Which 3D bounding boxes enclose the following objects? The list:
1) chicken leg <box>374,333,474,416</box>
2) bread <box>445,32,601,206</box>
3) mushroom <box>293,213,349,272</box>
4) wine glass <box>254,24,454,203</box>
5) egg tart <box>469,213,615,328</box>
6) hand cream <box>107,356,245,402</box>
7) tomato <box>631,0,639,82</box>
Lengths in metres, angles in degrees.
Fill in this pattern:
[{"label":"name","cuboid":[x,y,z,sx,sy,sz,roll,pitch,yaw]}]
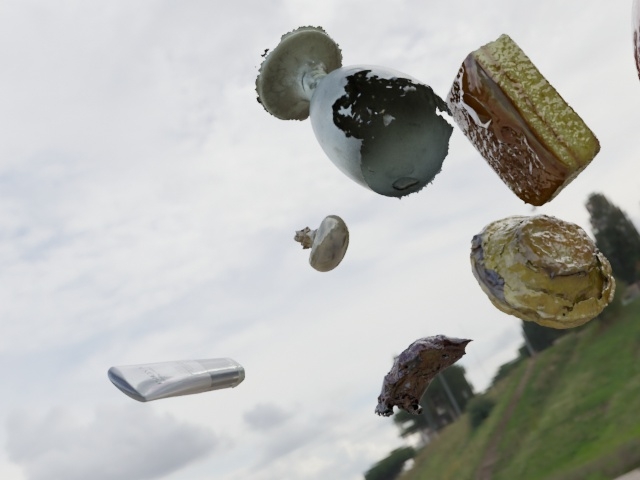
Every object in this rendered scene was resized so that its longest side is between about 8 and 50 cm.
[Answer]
[{"label":"chicken leg","cuboid":[0.188,0.256,2.103,0.234,0.105,0.063,-55,6,11]},{"label":"bread","cuboid":[0.298,-0.172,1.659,0.110,0.234,0.184,-37,-10,-16]},{"label":"mushroom","cuboid":[0.000,0.000,1.562,0.085,0.079,0.085,-59,-17,-31]},{"label":"wine glass","cuboid":[0.053,-0.208,1.740,0.190,0.357,0.190,-16,-57,-26]},{"label":"egg tart","cuboid":[0.357,0.034,1.732,0.241,0.241,0.106,-18,-34,-28]},{"label":"hand cream","cuboid":[-0.202,0.200,1.577,0.255,0.079,0.048,6,-71,-60]},{"label":"tomato","cuboid":[0.412,-0.173,0.886,0.321,0.321,0.321,-24,-16,-7]}]
